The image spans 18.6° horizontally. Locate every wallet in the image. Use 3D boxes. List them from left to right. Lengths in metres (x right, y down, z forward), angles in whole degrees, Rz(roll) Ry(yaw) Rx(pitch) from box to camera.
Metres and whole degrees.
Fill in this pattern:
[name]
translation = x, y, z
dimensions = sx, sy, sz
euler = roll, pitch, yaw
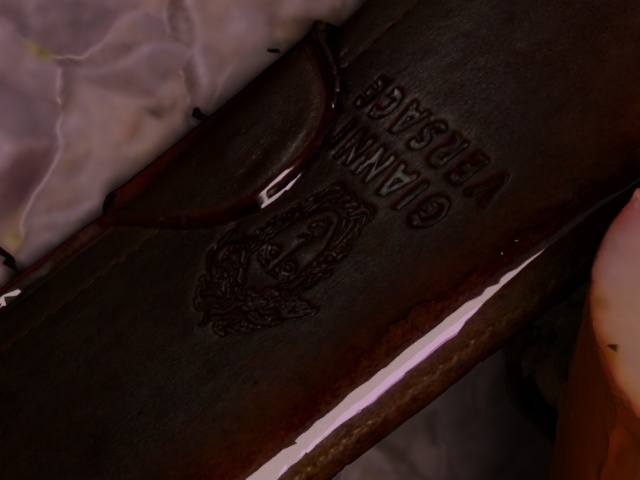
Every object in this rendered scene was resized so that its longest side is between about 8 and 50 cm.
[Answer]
[wallet]
translation = 0.000, 0.000, 0.456
dimensions = 0.255, 0.137, 0.031
euler = -38, 127, -5

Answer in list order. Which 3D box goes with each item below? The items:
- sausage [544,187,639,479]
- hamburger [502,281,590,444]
[sausage]
translation = 0.090, 0.113, 0.479
dimensions = 0.093, 0.093, 0.312
euler = -14, 142, -14
[hamburger]
translation = 0.141, 0.056, 0.532
dimensions = 0.176, 0.102, 0.087
euler = 44, 76, -21
